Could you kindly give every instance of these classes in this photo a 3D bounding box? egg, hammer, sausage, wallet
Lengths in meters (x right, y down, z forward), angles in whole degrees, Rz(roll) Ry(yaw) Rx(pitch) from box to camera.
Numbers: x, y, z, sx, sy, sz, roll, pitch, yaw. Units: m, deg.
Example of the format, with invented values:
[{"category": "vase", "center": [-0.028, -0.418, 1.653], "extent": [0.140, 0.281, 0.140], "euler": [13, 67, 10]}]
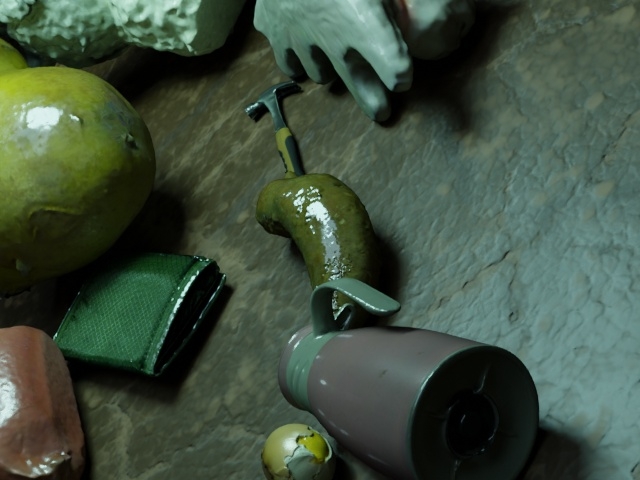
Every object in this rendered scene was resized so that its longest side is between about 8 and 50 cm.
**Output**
[{"category": "egg", "center": [-0.023, 0.214, 1.497], "extent": [0.071, 0.071, 0.083], "euler": [-44, 31, 5]}, {"category": "hammer", "center": [-0.042, -0.129, 1.864], "extent": [0.078, 0.021, 0.201], "euler": [-37, 38, 14]}, {"category": "sausage", "center": [-0.356, 0.204, 1.778], "extent": [0.148, 0.148, 0.254], "euler": [-35, 39, 17]}, {"category": "wallet", "center": [-0.223, 0.086, 1.824], "extent": [0.236, 0.055, 0.160], "euler": [3, 56, 51]}]

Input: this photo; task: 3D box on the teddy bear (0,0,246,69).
[{"category": "teddy bear", "center": [-0.279, -0.395, 2.091], "extent": [0.362, 0.327, 0.375], "euler": [14, 78, 20]}]

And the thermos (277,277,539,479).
[{"category": "thermos", "center": [0.062, 0.130, 1.418], "extent": [0.146, 0.176, 0.265], "euler": [-15, 18, -31]}]

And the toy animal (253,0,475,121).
[{"category": "toy animal", "center": [0.051, -0.277, 1.809], "extent": [0.188, 0.266, 0.308], "euler": [-41, -8, -14]}]

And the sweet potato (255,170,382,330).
[{"category": "sweet potato", "center": [0.001, -0.004, 1.647], "extent": [0.124, 0.098, 0.310], "euler": [-65, 31, 29]}]

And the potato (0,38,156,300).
[{"category": "potato", "center": [-0.352, -0.141, 1.940], "extent": [0.296, 0.290, 0.397], "euler": [-32, 53, 31]}]
